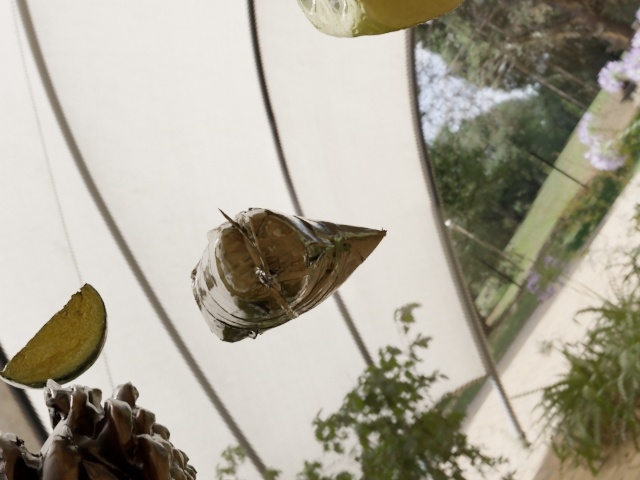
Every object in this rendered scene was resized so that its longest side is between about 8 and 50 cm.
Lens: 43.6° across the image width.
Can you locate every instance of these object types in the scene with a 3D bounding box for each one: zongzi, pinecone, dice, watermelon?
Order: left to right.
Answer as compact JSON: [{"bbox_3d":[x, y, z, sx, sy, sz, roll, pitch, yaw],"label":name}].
[{"bbox_3d":[-0.191,0.226,0.594,0.257,0.243,0.244,6,-55,-37],"label":"pinecone"},{"bbox_3d":[-0.367,0.160,1.175,0.181,0.092,0.075,-53,-14,-27],"label":"watermelon"},{"bbox_3d":[0.000,0.000,0.580,0.178,0.081,0.189,-23,-10,-20],"label":"zongzi"},{"bbox_3d":[0.060,-0.327,0.875,0.166,0.169,0.170,-27,-62,-19],"label":"dice"}]
